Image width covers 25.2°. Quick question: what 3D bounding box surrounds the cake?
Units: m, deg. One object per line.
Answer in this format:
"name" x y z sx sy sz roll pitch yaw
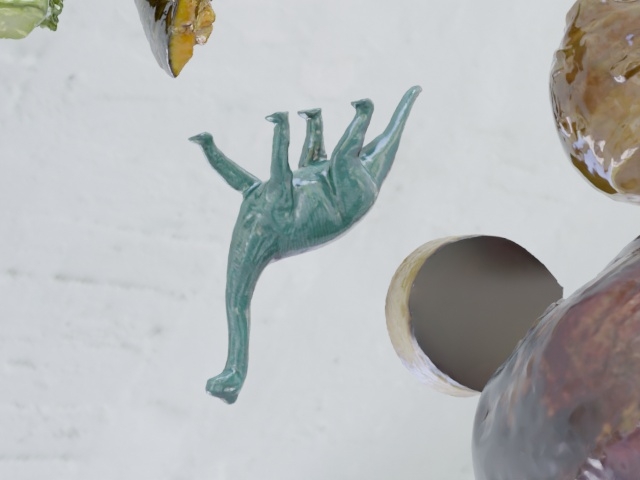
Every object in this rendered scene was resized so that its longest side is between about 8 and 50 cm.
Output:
"cake" 0.174 0.096 1.705 0.185 0.207 0.178 -54 -3 -12

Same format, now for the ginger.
"ginger" 0.338 -0.131 1.443 0.223 0.200 0.269 -15 -27 -5

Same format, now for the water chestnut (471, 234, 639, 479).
"water chestnut" 0.285 0.150 1.059 0.350 0.302 0.350 -37 -10 -8

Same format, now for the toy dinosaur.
"toy dinosaur" 0.000 0.000 1.774 0.383 0.129 0.331 -14 -85 -27

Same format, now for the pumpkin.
"pumpkin" -0.094 -0.327 1.479 0.190 0.139 0.281 -11 -53 -20

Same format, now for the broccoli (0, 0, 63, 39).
"broccoli" -0.328 -0.304 1.437 0.262 0.243 0.247 -18 -38 7
